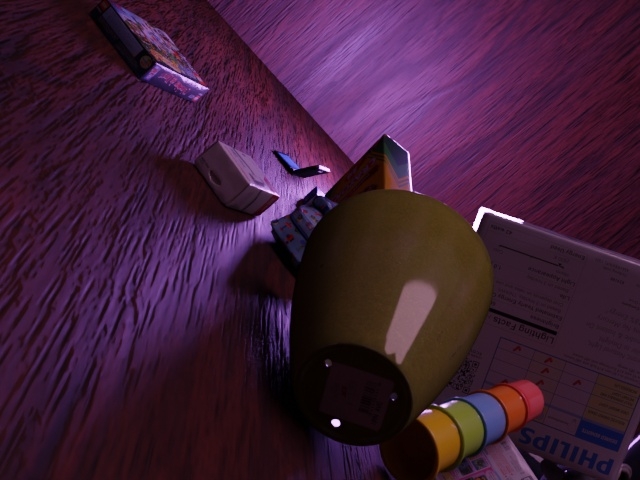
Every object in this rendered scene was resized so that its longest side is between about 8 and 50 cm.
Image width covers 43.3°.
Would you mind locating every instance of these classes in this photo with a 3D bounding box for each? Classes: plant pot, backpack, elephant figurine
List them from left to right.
[{"bbox_3d":[0.000,0.000,1.395,0.158,0.117,0.173,54,14,24],"label":"backpack"},{"bbox_3d":[0.071,0.112,1.010,0.275,0.275,0.293,48,26,-8],"label":"plant pot"},{"bbox_3d":[0.500,0.463,1.488,0.239,0.186,0.169,-22,55,-38],"label":"elephant figurine"}]

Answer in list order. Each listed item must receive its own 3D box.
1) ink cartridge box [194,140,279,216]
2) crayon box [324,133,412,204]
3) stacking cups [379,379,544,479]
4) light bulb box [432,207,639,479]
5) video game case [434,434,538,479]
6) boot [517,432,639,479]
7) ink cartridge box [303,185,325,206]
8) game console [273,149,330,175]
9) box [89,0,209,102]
[{"bbox_3d":[-0.137,-0.101,1.340,0.099,0.056,0.135,54,11,15],"label":"ink cartridge box"},{"bbox_3d":[0.092,-0.065,1.623,0.081,0.202,0.318,37,26,-18],"label":"crayon box"},{"bbox_3d":[0.213,0.248,1.130,0.316,0.096,0.096,-10,56,-48],"label":"stacking cups"},{"bbox_3d":[0.391,0.168,1.420,0.357,0.361,0.225,20,7,8],"label":"light bulb box"},{"bbox_3d":[0.235,0.343,1.168,0.019,0.143,0.157,97,-29,-44],"label":"video game case"},{"bbox_3d":[0.636,0.420,1.625,0.367,0.445,0.146,47,11,-13],"label":"boot"},{"bbox_3d":[0.044,-0.026,1.831,0.207,0.046,0.097,47,10,-11],"label":"ink cartridge box"},{"bbox_3d":[-0.044,-0.196,1.994,0.122,0.107,0.071,-2,81,-75],"label":"game console"},{"bbox_3d":[-0.313,-0.349,1.506,0.159,0.044,0.233,51,11,10],"label":"box"}]
